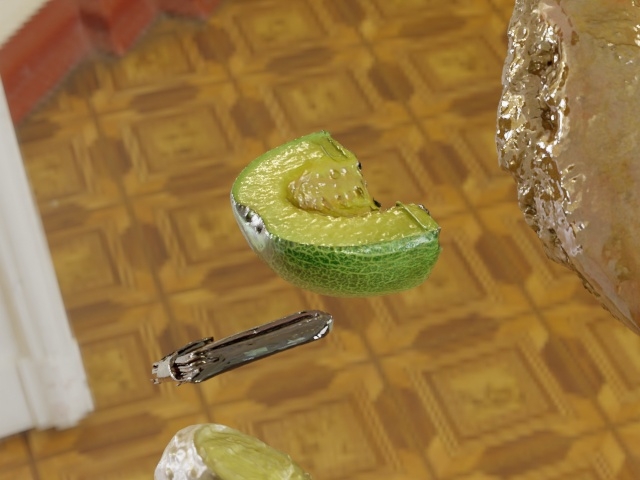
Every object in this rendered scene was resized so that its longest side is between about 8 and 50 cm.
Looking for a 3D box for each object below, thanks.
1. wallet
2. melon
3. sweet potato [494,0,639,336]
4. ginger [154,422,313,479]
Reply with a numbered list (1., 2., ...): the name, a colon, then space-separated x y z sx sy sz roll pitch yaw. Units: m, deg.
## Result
1. wallet: -0.072 0.089 1.356 0.122 0.031 0.232 -16 -2 -15
2. melon: 0.000 0.000 1.800 0.169 0.129 0.265 -16 35 -22
3. sweet potato: 0.094 -0.052 0.589 0.068 0.060 0.205 -10 58 10
4. ginger: -0.077 0.319 1.706 0.276 0.221 0.130 29 28 37
